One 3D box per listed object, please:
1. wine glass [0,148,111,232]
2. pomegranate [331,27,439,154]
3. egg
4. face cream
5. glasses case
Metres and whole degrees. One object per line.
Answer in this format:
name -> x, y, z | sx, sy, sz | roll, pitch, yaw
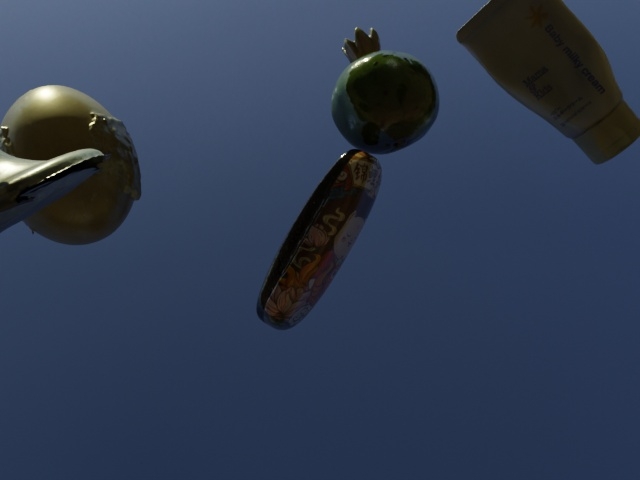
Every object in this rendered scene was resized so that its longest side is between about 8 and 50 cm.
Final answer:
wine glass -> -0.219, -0.108, 0.349 | 0.126, 0.126, 0.241 | -35, -81, -21
pomegranate -> 0.099, -0.259, 1.227 | 0.187, 0.187, 0.225 | -14, -112, -18
egg -> -0.301, -0.092, 0.864 | 0.164, 0.164, 0.201 | -20, -105, -19
face cream -> 0.268, -0.190, 0.824 | 0.224, 0.114, 0.070 | 47, -156, -5
glasses case -> 0.000, 0.000, 1.169 | 0.082, 0.122, 0.321 | 30, -89, 27
